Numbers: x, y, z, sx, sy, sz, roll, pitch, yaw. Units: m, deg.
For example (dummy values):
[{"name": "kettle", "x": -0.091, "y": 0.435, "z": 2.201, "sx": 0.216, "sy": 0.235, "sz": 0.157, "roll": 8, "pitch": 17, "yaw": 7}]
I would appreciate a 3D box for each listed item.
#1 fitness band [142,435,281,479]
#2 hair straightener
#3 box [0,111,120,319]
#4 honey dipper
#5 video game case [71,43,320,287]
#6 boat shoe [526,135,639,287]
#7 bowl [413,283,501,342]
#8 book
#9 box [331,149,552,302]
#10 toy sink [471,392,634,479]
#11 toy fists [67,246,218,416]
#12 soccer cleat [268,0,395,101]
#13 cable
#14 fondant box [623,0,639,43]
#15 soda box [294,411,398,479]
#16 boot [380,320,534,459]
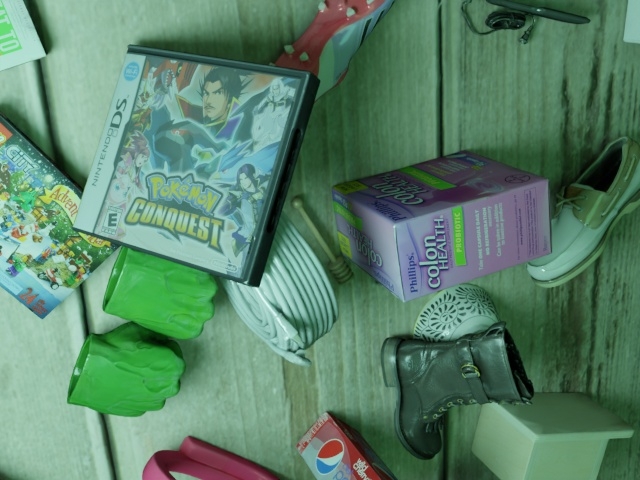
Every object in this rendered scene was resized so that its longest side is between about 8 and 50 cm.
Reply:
[{"name": "fitness band", "x": -0.129, "y": 0.389, "z": 1.098, "sx": 0.290, "sy": 0.209, "sz": 0.054, "roll": 31, "pitch": 95, "yaw": -27}, {"name": "hair straightener", "x": 0.315, "y": -0.345, "z": 1.137, "sx": 0.230, "sy": 0.047, "sz": 0.089, "roll": -4, "pitch": 108, "yaw": -22}, {"name": "box", "x": -0.386, "y": -0.032, "z": 0.946, "sx": 0.159, "sy": 0.044, "sz": 0.233, "roll": -44, "pitch": 118, "yaw": -4}, {"name": "honey dipper", "x": 0.000, "y": 0.000, "z": 1.130, "sx": 0.030, "sy": 0.030, "sz": 0.161, "roll": -37, "pitch": 113, "yaw": -8}, {"name": "video game case", "x": -0.157, "y": -0.098, "z": 0.886, "sx": 0.035, "sy": 0.274, "sz": 0.248, "roll": 22, "pitch": 84, "yaw": -63}, {"name": "boat shoe", "x": 0.446, "y": -0.053, "z": 1.258, "sx": 0.302, "sy": 0.113, "sz": 0.103, "roll": -46, "pitch": 117, "yaw": -15}, {"name": "bowl", "x": 0.250, "y": 0.166, "z": 1.258, "sx": 0.170, "sy": 0.080, "sz": 0.170, "roll": -7, "pitch": 109, "yaw": -21}, {"name": "book", "x": -0.414, "y": -0.242, "z": 0.877, "sx": 0.144, "sy": 0.035, "sz": 0.096, "roll": -23, "pitch": 110, "yaw": -13}, {"name": "box", "x": 0.172, "y": -0.032, "z": 1.085, "sx": 0.243, "sy": 0.213, "sz": 0.117, "roll": -17, "pitch": 113, "yaw": -16}, {"name": "toy sink", "x": 0.423, "y": 0.372, "z": 1.358, "sx": 0.234, "sy": 0.153, "sz": 0.131, "roll": 4, "pitch": 105, "yaw": -25}, {"name": "toy fists", "x": -0.239, "y": 0.124, "z": 1.020, "sx": 0.142, "sy": 0.096, "sz": 0.279, "roll": 19, "pitch": 107, "yaw": -23}, {"name": "soccer cleat", "x": 0.027, "y": -0.280, "z": 1.031, "sx": 0.248, "sy": 0.083, "sz": 0.095, "roll": -48, "pitch": 147, "yaw": -7}, {"name": "cable", "x": -0.080, "y": 0.030, "z": 0.978, "sx": 0.089, "sy": 0.257, "sz": 0.257, "roll": -31, "pitch": 99, "yaw": -17}, {"name": "fondant box", "x": 0.674, "y": -0.449, "z": 1.227, "sx": 0.330, "sy": 0.096, "sz": 0.238, "roll": -7, "pitch": 109, "yaw": -20}, {"name": "soda box", "x": 0.060, "y": 0.372, "z": 1.141, "sx": 0.092, "sy": 0.263, "sz": 0.083, "roll": 39, "pitch": 89, "yaw": -28}, {"name": "boot", "x": 0.229, "y": 0.253, "z": 1.197, "sx": 0.091, "sy": 0.229, "sz": 0.263, "roll": -51, "pitch": 128, "yaw": -51}]
